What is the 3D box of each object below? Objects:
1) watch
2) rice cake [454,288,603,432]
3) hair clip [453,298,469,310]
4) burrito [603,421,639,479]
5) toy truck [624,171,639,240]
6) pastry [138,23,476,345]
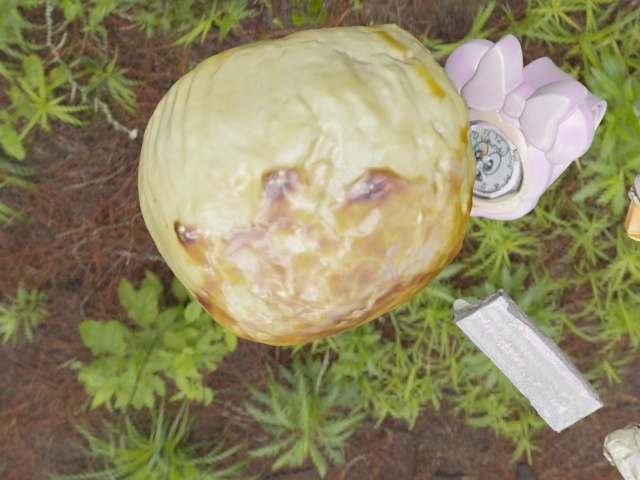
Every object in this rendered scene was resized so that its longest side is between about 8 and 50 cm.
[{"bbox_3d":[0.271,-0.160,1.171,0.211,0.217,0.248,42,135,19],"label":"watch"},{"bbox_3d":[0.371,0.213,1.566,0.106,0.050,0.298,-39,100,23],"label":"rice cake"},{"bbox_3d":[0.397,0.184,1.986,0.226,0.034,0.072,14,150,50],"label":"hair clip"},{"bbox_3d":[0.252,0.202,0.607,0.051,0.171,0.042,3,143,-44],"label":"burrito"},{"bbox_3d":[0.627,-0.004,1.572,0.135,0.271,0.114,-5,143,3],"label":"toy truck"},{"bbox_3d":[-0.007,-0.052,0.984,0.388,0.388,0.313,-17,82,17],"label":"pastry"}]
